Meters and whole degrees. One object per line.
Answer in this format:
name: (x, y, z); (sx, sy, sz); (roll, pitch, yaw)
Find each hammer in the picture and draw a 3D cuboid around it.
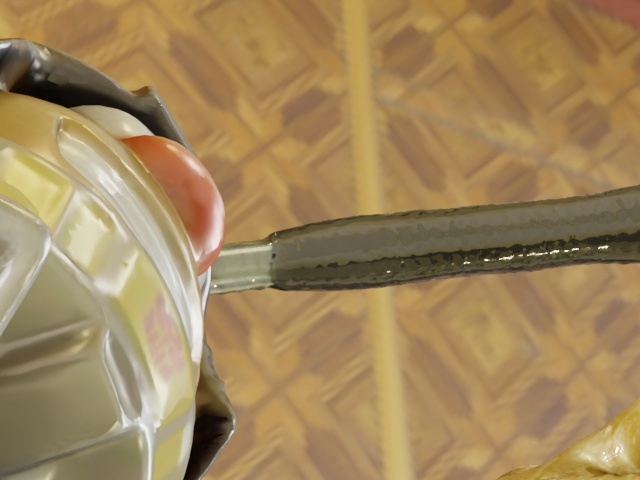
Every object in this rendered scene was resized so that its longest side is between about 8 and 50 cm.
hammer: (0.000, 0.000, 0.631); (0.246, 0.029, 0.103); (-8, 97, -9)

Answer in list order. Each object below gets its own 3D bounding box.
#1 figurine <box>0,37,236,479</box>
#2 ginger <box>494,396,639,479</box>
figurine: (-0.090, 0.026, 0.462); (0.143, 0.308, 0.308); (-2, 58, -5)
ginger: (0.199, 0.204, 1.525); (0.122, 0.348, 0.363); (44, 84, -12)
